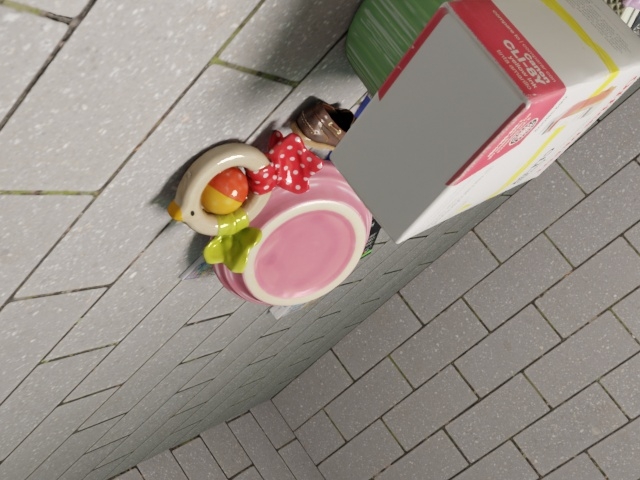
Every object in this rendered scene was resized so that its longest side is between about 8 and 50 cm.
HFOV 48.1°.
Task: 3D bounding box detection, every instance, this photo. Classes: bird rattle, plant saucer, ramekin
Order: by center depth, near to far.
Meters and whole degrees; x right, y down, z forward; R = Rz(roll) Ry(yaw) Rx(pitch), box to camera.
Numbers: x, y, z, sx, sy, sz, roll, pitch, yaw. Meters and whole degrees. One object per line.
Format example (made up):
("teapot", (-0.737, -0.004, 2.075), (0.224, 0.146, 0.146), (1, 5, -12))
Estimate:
("ramekin", (0.183, -0.310, 1.067), (0.303, 0.148, 0.303), (-35, 166, -10))
("bird rattle", (-0.127, -0.075, 1.141), (0.253, 0.143, 0.207), (-45, 148, 18))
("plant saucer", (-0.042, 0.005, 1.364), (0.332, 0.084, 0.332), (-16, 134, -18))

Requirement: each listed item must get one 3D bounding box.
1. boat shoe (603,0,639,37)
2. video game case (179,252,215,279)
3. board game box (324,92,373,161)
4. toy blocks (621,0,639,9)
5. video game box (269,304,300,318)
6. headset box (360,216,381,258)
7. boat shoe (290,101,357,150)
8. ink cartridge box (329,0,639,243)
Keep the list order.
("boat shoe", (0.579, -0.475, 1.433), (0.156, 0.187, 0.500), (-21, 154, -32))
("video game case", (-0.229, 0.048, 1.495), (0.087, 0.011, 0.122), (-42, 165, 20))
("board game box", (0.193, -0.242, 1.446), (0.347, 0.078, 0.233), (-25, 162, -39))
("toy blocks", (0.419, -0.361, 1.245), (0.309, 0.260, 0.288), (-45, 164, 29))
("video game box", (-0.035, 0.152, 2.208), (0.205, 0.048, 0.187), (-18, 158, -52))
("headset box", (0.000, 0.000, 1.642), (0.246, 0.131, 0.283), (-32, 165, -16))
("boat shoe", (0.031, -0.192, 1.232), (0.073, 0.073, 0.207), (-41, 166, 23))
("ink cartridge box", (0.244, -0.182, 0.983), (0.384, 0.160, 0.279), (-24, 160, -42))
